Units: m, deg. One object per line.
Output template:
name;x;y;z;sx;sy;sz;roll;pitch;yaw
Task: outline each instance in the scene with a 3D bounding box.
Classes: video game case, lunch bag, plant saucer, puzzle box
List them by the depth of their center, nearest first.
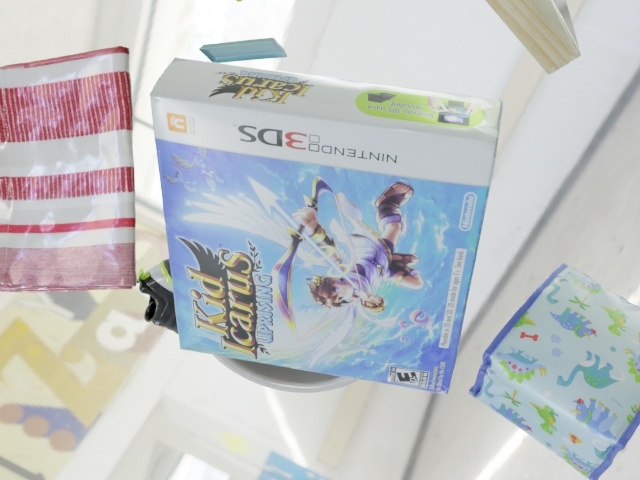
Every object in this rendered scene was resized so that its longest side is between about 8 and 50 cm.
video game case;0.000;0.000;0.675;0.061;0.244;0.269;-71;-13;-48
lunch bag;0.219;0.099;0.706;0.151;0.129;0.096;-45;-22;-28
puzzle box;0.187;-0.429;1.086;0.052;0.409;0.272;-31;35;32
plant saucer;-0.169;-0.415;1.848;0.067;0.192;0.018;37;-123;-58

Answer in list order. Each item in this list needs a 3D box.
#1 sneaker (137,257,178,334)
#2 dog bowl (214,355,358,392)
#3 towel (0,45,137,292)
sneaker;-0.270;0.124;1.531;0.097;0.084;0.234;-24;-49;-9
dog bowl;-0.030;0.061;1.171;0.102;0.349;0.348;-77;10;-61
towel;-0.361;-0.093;1.172;0.037;0.237;0.328;5;-97;-68
